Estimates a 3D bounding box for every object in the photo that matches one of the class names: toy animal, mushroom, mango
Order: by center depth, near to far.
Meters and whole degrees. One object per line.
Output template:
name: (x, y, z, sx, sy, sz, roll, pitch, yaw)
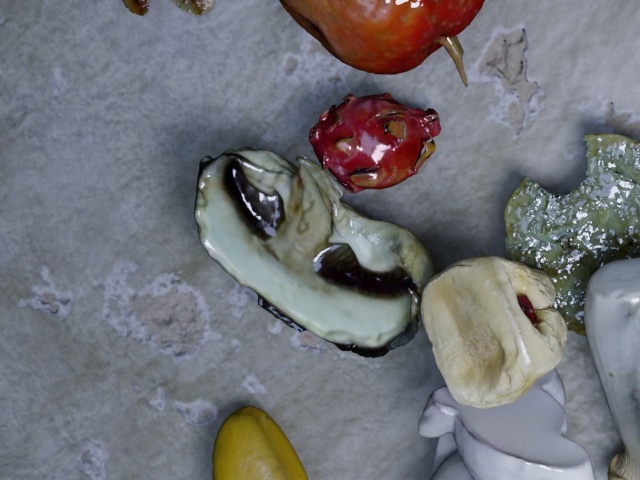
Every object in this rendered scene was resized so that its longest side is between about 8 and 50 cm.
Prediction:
mushroom: (0.391, 0.159, 1.386, 0.159, 0.122, 0.328, 4, 120, 27)
toy animal: (0.207, 0.304, 1.481, 0.206, 0.271, 0.265, 5, 122, -8)
mushroom: (0.002, -0.001, 1.529, 0.344, 0.130, 0.247, 24, 128, 20)
mango: (-0.081, 0.321, 1.636, 0.137, 0.098, 0.195, -11, 84, 23)

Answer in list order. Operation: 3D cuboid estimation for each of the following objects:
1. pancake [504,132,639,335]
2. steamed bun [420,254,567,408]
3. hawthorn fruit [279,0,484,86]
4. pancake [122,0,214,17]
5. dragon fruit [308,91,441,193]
pancake: (0.341, 0.001, 1.446, 0.254, 0.037, 0.253, 4, 100, 20)
steamed bun: (0.221, 0.094, 1.408, 0.141, 0.155, 0.172, -25, 84, 45)
hawthorn fruit: (0.073, -0.328, 1.446, 0.262, 0.258, 0.258, 15, 101, -9)
pancake: (-0.218, -0.422, 1.632, 0.212, 0.056, 0.257, -38, 82, 19)
dragon fruit: (0.071, -0.122, 1.526, 0.166, 0.136, 0.133, -15, 126, -5)
